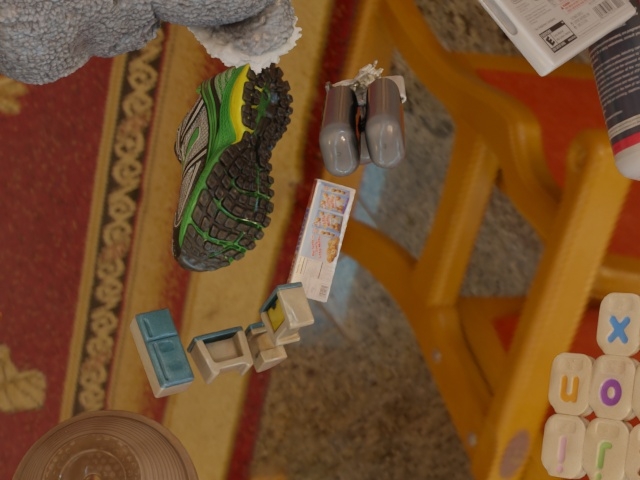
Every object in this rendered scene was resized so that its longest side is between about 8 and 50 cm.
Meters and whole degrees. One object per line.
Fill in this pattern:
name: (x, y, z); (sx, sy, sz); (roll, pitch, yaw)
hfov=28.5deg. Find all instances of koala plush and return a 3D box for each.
koala plush: (-0.122, -0.200, 0.893); (0.221, 0.203, 0.196); (1, 129, -2)

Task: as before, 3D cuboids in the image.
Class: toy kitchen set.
toy kitchen set: (-0.143, 0.118, 1.813); (0.207, 0.122, 0.166); (-12, 156, -30)

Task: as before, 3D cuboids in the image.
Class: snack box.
snack box: (0.000, 0.000, 1.907); (0.064, 0.022, 0.178); (15, 89, -18)

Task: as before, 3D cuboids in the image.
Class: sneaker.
sneaker: (-0.145, -0.100, 1.797); (0.146, 0.343, 0.134); (-11, 140, 35)

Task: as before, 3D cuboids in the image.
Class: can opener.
can opener: (0.043, -0.100, 1.102); (0.074, 0.280, 0.093); (-12, 103, 6)

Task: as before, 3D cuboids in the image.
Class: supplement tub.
supplement tub: (0.419, -0.221, 1.497); (0.191, 0.191, 0.272); (-10, 83, -17)

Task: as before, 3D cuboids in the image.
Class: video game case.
video game case: (0.210, -0.265, 1.246); (0.201, 0.183, 0.023); (-34, 174, -46)

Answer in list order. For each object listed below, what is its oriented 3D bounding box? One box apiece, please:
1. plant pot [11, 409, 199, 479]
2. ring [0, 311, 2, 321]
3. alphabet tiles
plant pot: (-0.264, 0.306, 1.506); (0.237, 0.237, 0.110); (-20, 156, -10)
ring: (-0.324, 0.144, 1.018); (0.032, 0.336, 0.336); (17, 116, 0)
alphabet tiles: (0.356, 0.195, 1.330); (0.021, 0.284, 0.278); (14, 80, -40)
